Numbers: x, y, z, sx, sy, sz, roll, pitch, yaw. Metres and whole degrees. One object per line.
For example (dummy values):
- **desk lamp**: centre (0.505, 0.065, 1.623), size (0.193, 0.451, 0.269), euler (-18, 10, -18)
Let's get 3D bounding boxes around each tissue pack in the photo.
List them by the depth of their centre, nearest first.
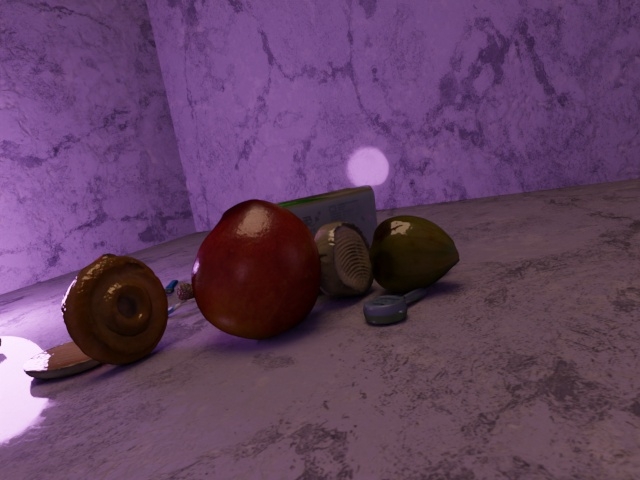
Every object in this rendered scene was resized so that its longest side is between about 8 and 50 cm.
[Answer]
- **tissue pack**: centre (0.000, 0.000, 1.798), size (0.405, 0.332, 0.205), euler (-15, 12, -32)

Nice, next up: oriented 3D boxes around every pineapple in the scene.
- **pineapple**: centre (-0.468, 0.197, 1.948), size (0.159, 0.074, 0.074), euler (-3, 10, 12)

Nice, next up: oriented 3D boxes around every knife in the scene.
- **knife**: centre (-0.659, 0.205, 2.244), size (0.044, 0.026, 0.296), euler (-8, 6, -7)

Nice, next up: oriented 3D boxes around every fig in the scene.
- **fig**: centre (0.284, 0.045, 1.547), size (0.271, 0.239, 0.239), euler (5, 12, 11)

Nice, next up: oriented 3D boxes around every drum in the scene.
- **drum**: centre (0.229, 0.171, 1.384), size (0.253, 0.049, 0.130), euler (-12, 7, -32)

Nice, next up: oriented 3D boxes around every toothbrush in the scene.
- **toothbrush**: centre (-0.549, 0.253, 1.770), size (0.386, 0.040, 0.040), euler (-17, 11, -35)

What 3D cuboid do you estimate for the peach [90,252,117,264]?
- **peach**: centre (-0.829, 0.168, 2.014), size (0.214, 0.235, 0.214), euler (-10, 19, 3)

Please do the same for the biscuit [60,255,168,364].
- **biscuit**: centre (-0.536, 0.185, 1.370), size (0.102, 0.296, 0.296), euler (-13, 6, 33)

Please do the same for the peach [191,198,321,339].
- **peach**: centre (-0.171, 0.075, 1.426), size (0.388, 0.388, 0.388), euler (-10, 9, 2)

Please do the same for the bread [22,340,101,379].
- **bread**: centre (-0.700, 0.332, 1.445), size (0.267, 0.040, 0.267), euler (-9, 9, 1)

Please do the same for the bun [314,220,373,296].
- **bun**: centre (0.056, 0.065, 1.619), size (0.152, 0.259, 0.259), euler (-19, 3, 35)
